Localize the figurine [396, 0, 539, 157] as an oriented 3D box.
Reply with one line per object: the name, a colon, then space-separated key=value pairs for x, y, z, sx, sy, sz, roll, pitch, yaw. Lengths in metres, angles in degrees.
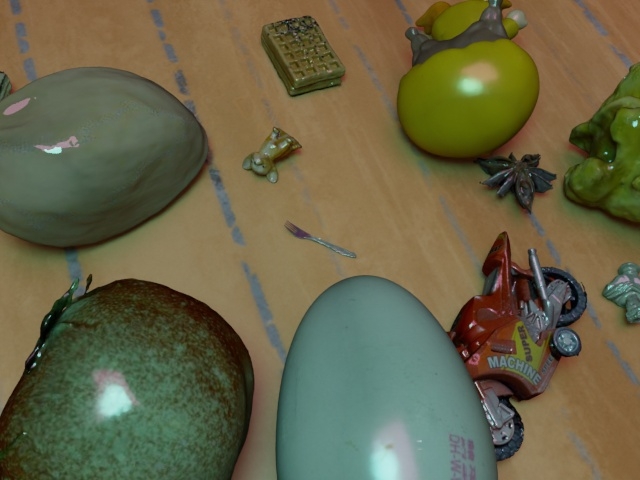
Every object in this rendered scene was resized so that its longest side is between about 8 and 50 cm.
figurine: x=0.228 y=-0.279 z=1.022 sx=0.187 sy=0.215 sz=0.344 roll=41 pitch=39 yaw=-33

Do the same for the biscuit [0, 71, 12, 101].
biscuit: x=-0.609 y=-0.199 z=0.964 sx=0.252 sy=0.052 sz=0.150 roll=4 pitch=64 yaw=-2

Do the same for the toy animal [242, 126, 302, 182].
toy animal: x=-0.075 y=-0.129 z=0.982 sx=0.060 sy=0.081 sz=0.083 roll=39 pitch=100 yaw=8

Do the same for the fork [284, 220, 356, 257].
fork: x=0.000 y=0.001 z=0.931 sx=0.115 sy=0.012 sz=0.016 roll=24 pitch=65 yaw=3

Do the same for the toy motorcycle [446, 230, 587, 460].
toy motorcycle: x=0.235 y=0.129 z=0.832 sx=0.171 sy=0.089 sz=0.298 roll=30 pitch=62 yaw=13

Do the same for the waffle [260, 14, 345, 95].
waffle: x=-0.031 y=-0.318 z=1.091 sx=0.102 sy=0.042 sz=0.148 roll=-19 pitch=63 yaw=-15

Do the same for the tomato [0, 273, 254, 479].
tomato: x=-0.195 y=0.190 z=0.670 sx=0.239 sy=0.303 sz=0.303 roll=25 pitch=60 yaw=-9

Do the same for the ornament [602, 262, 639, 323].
ornament: x=0.443 y=0.077 z=0.912 sx=0.068 sy=0.041 sz=0.092 roll=-7 pitch=51 yaw=-16

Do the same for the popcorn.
popcorn: x=0.505 y=-0.146 z=0.937 sx=0.241 sy=0.235 sz=0.250 roll=24 pitch=78 yaw=6

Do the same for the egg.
egg: x=0.064 y=0.205 z=0.693 sx=0.230 sy=0.230 sz=0.371 roll=-3 pitch=56 yaw=-7

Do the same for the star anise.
star anise: x=0.303 y=-0.088 z=0.980 sx=0.124 sy=0.056 sz=0.129 roll=-4 pitch=46 yaw=-5

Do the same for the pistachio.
pistachio: x=-0.302 y=-0.119 z=0.869 sx=0.332 sy=0.207 sz=0.226 roll=-30 pitch=110 yaw=-35
